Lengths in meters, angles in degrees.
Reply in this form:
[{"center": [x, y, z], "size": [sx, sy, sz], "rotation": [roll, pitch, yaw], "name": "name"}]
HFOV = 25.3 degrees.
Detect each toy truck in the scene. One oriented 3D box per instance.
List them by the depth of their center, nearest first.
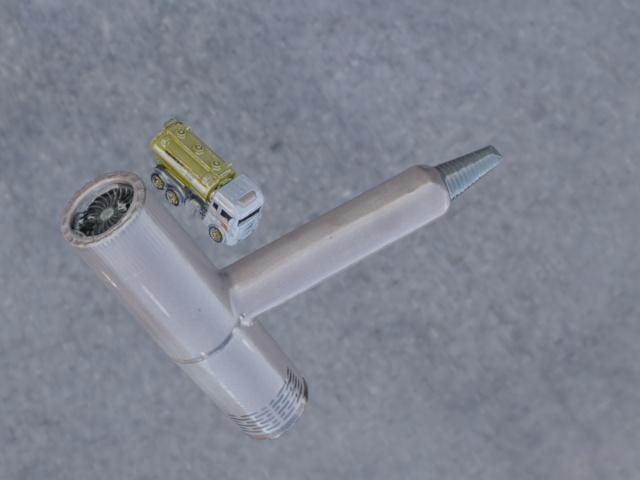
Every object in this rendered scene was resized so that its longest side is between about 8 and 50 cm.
[{"center": [-0.109, -0.056, 1.345], "size": [0.052, 0.123, 0.063], "rotation": [-37, 162, -39], "name": "toy truck"}]

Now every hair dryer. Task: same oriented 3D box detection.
[{"center": [-0.003, -0.009, 0.790], "size": [0.220, 0.053, 0.195], "rotation": [-36, 132, 1], "name": "hair dryer"}]
